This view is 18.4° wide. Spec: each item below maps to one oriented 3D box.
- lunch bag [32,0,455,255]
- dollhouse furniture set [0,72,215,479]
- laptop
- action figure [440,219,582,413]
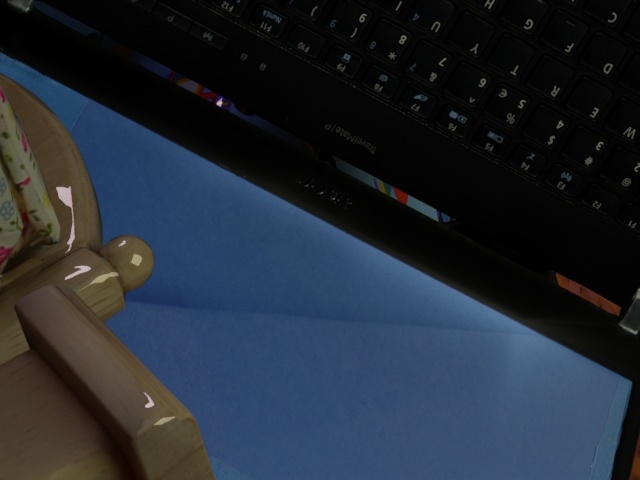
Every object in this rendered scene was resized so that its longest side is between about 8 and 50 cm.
[{"bbox_3d":[0.000,0.000,0.753,0.293,0.138,0.221,49,41,-42],"label":"lunch bag"},{"bbox_3d":[-0.091,-0.159,0.387,0.174,0.355,0.303,-30,133,-18],"label":"dollhouse furniture set"},{"bbox_3d":[0.023,-0.034,0.525,0.234,0.264,0.136,28,17,-10],"label":"laptop"},{"bbox_3d":[0.098,0.125,0.700,0.164,0.141,0.275,-60,143,-42],"label":"action figure"}]
